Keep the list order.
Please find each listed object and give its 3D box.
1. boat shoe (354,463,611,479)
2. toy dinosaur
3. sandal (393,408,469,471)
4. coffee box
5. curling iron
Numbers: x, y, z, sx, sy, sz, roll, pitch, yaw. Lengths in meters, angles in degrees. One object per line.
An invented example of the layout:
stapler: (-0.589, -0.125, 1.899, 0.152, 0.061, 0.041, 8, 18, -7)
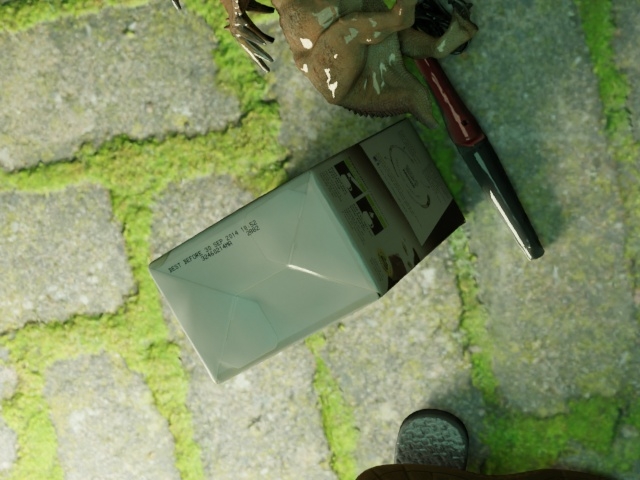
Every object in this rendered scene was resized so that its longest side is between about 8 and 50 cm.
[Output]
boat shoe: (0.187, 0.299, 1.406, 0.342, 0.123, 0.123, 6, 131, -5)
toy dinosaur: (0.004, -0.188, 1.301, 0.200, 0.127, 0.296, -39, 76, 24)
sandal: (0.096, 0.290, 1.479, 0.097, 0.054, 0.255, 18, 100, 3)
coffee box: (0.000, 0.000, 1.285, 0.168, 0.297, 0.119, -29, 92, 23)
curling iron: (0.144, -0.105, 1.353, 0.068, 0.035, 0.274, -20, 99, 21)
